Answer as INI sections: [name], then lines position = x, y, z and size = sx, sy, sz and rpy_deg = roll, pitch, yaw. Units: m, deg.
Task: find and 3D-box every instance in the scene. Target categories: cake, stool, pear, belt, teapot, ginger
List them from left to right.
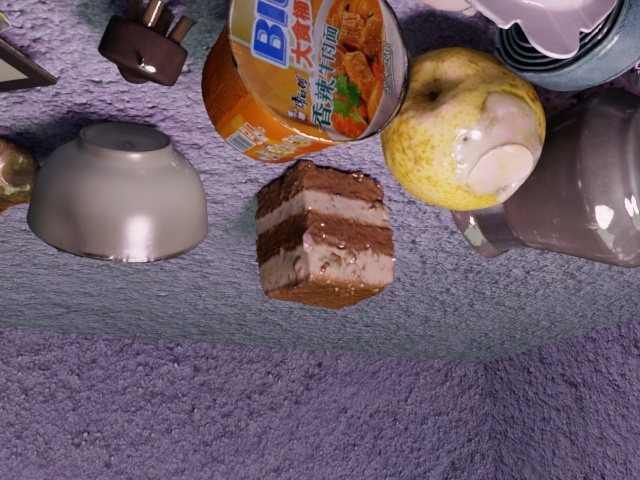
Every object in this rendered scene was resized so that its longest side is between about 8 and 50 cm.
[ginger]
position = -0.663, -0.130, 1.602
size = 0.218, 0.123, 0.270
rpy_deg = 15, 165, -7
[stool]
position = -0.269, -0.303, 1.173
size = 0.125, 0.121, 0.217
rpy_deg = 22, -178, -17
[cake]
position = 0.000, 0.000, 1.793
size = 0.255, 0.290, 0.282
rpy_deg = 11, 159, -29
[pear]
position = 0.220, -0.178, 1.209
size = 0.271, 0.271, 0.271
rpy_deg = -2, 160, -1
[teapot]
position = 0.452, -0.095, 1.382
size = 0.361, 0.306, 0.376
rpy_deg = -5, 171, 44
[belt]
position = 0.359, -0.317, 1.072
size = 0.116, 0.207, 0.267
rpy_deg = 10, 165, -31

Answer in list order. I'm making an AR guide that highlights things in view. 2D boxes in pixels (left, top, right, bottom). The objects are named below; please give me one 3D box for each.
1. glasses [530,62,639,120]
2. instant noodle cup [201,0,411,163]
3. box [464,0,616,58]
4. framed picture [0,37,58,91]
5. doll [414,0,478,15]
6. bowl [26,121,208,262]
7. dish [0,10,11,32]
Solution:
[glasses]
position = 0.495, -0.281, 1.403
size = 0.255, 0.095, 0.162
rpy_deg = -13, 130, 31
[instant noodle cup]
position = -0.043, -0.253, 1.140
size = 0.296, 0.296, 0.214
rpy_deg = 9, 166, -27
[box]
position = 0.265, -0.377, 0.826
size = 0.262, 0.291, 0.206
rpy_deg = 6, 148, -12
[framed picture]
position = -0.642, -0.299, 1.219
size = 0.347, 0.016, 0.265
rpy_deg = -2, 162, 25
[doll]
position = 0.169, -0.377, 1.053
size = 0.192, 0.095, 0.149
rpy_deg = 4, 157, -10
[bowl]
position = -0.384, -0.116, 1.478
size = 0.353, 0.354, 0.185
rpy_deg = 4, 115, -15
[dish]
position = -0.528, -0.339, 1.159
size = 0.137, 0.039, 0.091
rpy_deg = -11, 157, 30
